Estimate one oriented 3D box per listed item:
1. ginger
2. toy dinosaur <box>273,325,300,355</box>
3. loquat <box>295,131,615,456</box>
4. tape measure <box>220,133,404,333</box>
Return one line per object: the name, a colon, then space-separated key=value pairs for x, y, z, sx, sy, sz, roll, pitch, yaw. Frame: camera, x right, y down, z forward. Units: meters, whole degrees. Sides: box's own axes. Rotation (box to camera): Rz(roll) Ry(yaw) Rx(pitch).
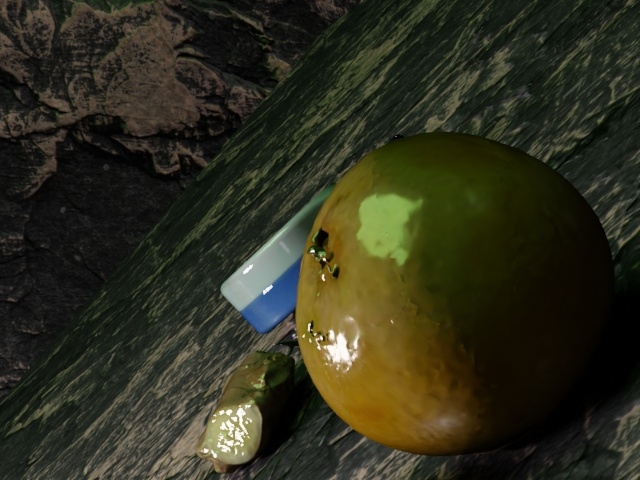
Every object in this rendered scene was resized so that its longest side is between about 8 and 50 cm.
ginger: x=-0.073 y=0.177 z=2.027 sx=0.137 sy=0.074 sz=0.213 roll=-42 pitch=5 yaw=18
toy dinosaur: x=-0.003 y=0.089 z=2.144 sx=0.082 sy=0.039 sz=0.209 roll=-49 pitch=-4 yaw=34
loquat: x=0.105 y=0.045 z=1.427 sx=0.263 sy=0.263 sz=0.263 roll=-44 pitch=11 yaw=11
tape measure: x=0.000 y=0.000 z=2.212 sx=0.215 sy=0.098 sz=0.351 roll=-44 pitch=-1 yaw=-23
